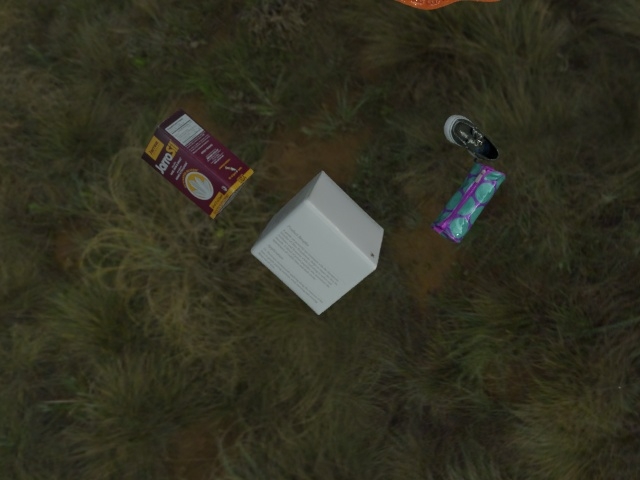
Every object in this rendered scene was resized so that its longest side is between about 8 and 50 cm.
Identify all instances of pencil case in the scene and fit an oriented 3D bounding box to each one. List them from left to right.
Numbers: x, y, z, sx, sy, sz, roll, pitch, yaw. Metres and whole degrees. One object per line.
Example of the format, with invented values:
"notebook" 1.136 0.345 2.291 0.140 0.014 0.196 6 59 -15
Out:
"pencil case" 0.262 -0.069 1.209 0.065 0.070 0.151 36 95 27

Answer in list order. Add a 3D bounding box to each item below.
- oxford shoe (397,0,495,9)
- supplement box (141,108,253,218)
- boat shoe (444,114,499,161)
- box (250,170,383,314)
"oxford shoe" 0.204 -0.512 1.288 0.133 0.364 0.129 36 124 49
"supplement box" -0.240 -0.148 1.313 0.188 0.080 0.104 40 135 -4
"boat shoe" 0.267 -0.177 1.175 0.040 0.142 0.049 30 95 44
"box" 0.000 0.000 0.715 0.101 0.102 0.087 44 115 -10
